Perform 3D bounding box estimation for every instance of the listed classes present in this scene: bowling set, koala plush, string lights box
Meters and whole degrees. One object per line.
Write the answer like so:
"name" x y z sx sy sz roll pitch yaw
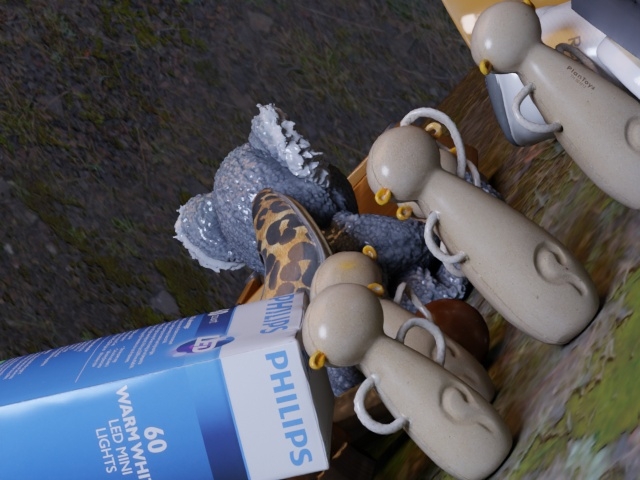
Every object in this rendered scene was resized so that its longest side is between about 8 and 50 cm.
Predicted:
"bowling set" 0.062 0.018 0.903 0.287 0.154 0.200 -51 5 -34
"koala plush" 0.000 0.000 1.249 0.196 0.221 0.203 -44 6 42
"string lights box" -0.127 0.102 0.865 0.259 0.077 0.133 -13 9 4

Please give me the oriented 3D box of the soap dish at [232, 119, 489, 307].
"soap dish" 0.033 0.015 1.496 0.291 0.118 0.229 -47 4 13

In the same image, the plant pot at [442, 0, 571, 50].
"plant pot" 0.221 -0.225 1.357 0.188 0.205 0.205 -31 9 16

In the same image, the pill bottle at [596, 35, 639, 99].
"pill bottle" 0.241 -0.135 0.849 0.169 0.094 0.094 -48 4 13

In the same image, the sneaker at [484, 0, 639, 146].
"sneaker" 0.224 -0.136 1.045 0.129 0.111 0.297 -10 15 36

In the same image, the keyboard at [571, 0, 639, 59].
"keyboard" 0.236 -0.152 0.734 0.201 0.033 0.317 -49 27 8

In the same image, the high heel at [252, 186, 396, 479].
"high heel" -0.060 0.075 1.090 0.186 0.093 0.261 -29 45 2

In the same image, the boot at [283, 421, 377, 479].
"boot" -0.011 0.153 0.951 0.087 0.042 0.118 -61 29 3
